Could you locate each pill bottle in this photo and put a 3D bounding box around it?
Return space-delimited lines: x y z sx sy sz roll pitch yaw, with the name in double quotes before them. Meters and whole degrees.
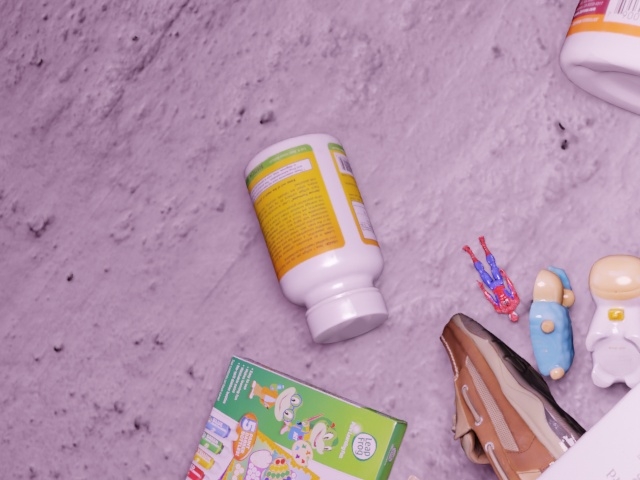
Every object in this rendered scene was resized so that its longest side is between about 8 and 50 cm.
"pill bottle" 0.443 -0.347 1.410 0.224 0.224 0.392 20 87 24
"pill bottle" 0.000 0.000 1.558 0.136 0.136 0.246 -24 71 15

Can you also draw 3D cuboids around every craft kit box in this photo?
"craft kit box" -0.045 0.304 1.560 0.246 0.061 0.250 19 87 21

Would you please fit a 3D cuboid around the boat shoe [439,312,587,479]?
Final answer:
"boat shoe" 0.199 0.194 1.376 0.120 0.122 0.324 -48 27 8

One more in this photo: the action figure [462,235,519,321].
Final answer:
"action figure" 0.216 0.051 1.524 0.038 0.030 0.115 -30 72 8

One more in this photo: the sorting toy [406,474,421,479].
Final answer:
"sorting toy" 0.114 0.341 1.511 0.062 0.012 0.083 34 92 24

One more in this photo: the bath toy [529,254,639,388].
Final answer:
"bath toy" 0.420 0.090 1.386 0.348 0.129 0.152 3 113 24

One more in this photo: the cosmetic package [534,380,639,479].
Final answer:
"cosmetic package" 0.425 0.298 1.129 0.394 0.329 0.327 -52 51 27
